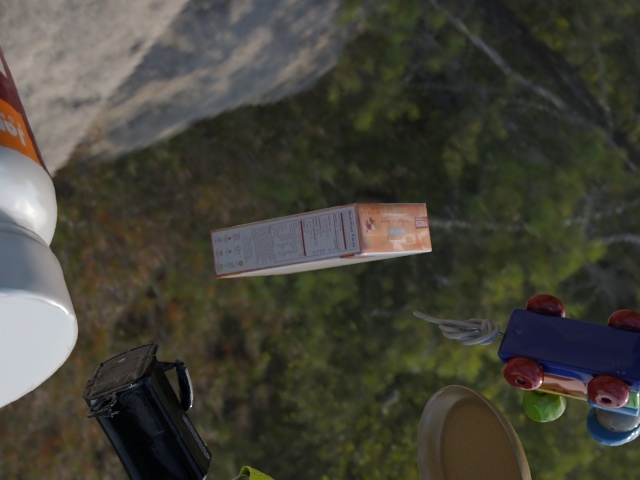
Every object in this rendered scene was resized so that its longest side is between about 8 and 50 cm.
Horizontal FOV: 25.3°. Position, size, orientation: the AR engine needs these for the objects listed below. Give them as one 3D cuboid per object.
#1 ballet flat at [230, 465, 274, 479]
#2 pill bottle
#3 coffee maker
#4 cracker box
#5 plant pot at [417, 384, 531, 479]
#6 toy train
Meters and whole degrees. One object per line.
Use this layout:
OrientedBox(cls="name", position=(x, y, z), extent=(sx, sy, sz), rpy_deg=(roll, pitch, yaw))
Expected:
OrientedBox(cls="ballet flat", position=(-0.138, 0.410, 2.113), extent=(0.077, 0.077, 0.231), rpy_deg=(-45, -179, 33))
OrientedBox(cls="pill bottle", position=(-0.334, -0.068, 1.093), extent=(0.224, 0.392, 0.224), rpy_deg=(-20, 153, -11))
OrientedBox(cls="coffee maker", position=(-0.233, 0.252, 1.868), extent=(0.120, 0.171, 0.178), rpy_deg=(-13, 112, 34))
OrientedBox(cls="cracker box", position=(0.000, 0.000, 1.783), extent=(0.232, 0.067, 0.156), rpy_deg=(-9, 175, 36))
OrientedBox(cls="plant pot", position=(0.202, 0.300, 1.826), extent=(0.032, 0.236, 0.236), rpy_deg=(-8, 137, -28))
OrientedBox(cls="toy train", position=(0.225, 0.136, 1.502), extent=(0.143, 0.248, 0.105), rpy_deg=(75, 32, -48))
